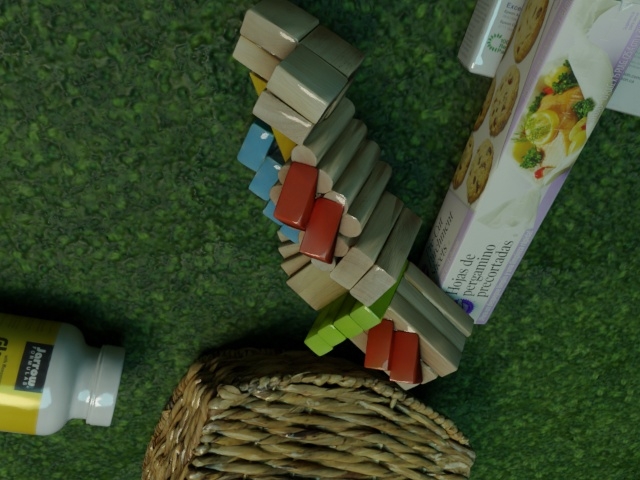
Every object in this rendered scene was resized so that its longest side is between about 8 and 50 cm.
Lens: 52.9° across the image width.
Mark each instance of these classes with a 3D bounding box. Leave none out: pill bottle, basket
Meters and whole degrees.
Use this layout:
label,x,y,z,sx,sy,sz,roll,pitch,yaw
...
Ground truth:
label,x,y,z,sx,sy,sz,roll,pitch,yaw
pill bottle,-0.278,0.120,0.583,0.184,0.103,0.103,12,120,-16
basket,-0.020,0.224,0.699,0.299,0.223,0.213,18,85,-19

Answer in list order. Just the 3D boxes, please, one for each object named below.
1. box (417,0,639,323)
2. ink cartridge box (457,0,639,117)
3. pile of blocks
label,x,y,z,sx,sy,sz,roll,pitch,yaw
box,0.155,-0.057,0.525,0.063,0.067,0.324,5,134,-10
ink cartridge box,0.246,-0.212,0.488,0.223,0.045,0.224,11,121,-15
pile of blocks,0.000,0.000,0.516,0.149,0.112,0.362,-10,120,31
